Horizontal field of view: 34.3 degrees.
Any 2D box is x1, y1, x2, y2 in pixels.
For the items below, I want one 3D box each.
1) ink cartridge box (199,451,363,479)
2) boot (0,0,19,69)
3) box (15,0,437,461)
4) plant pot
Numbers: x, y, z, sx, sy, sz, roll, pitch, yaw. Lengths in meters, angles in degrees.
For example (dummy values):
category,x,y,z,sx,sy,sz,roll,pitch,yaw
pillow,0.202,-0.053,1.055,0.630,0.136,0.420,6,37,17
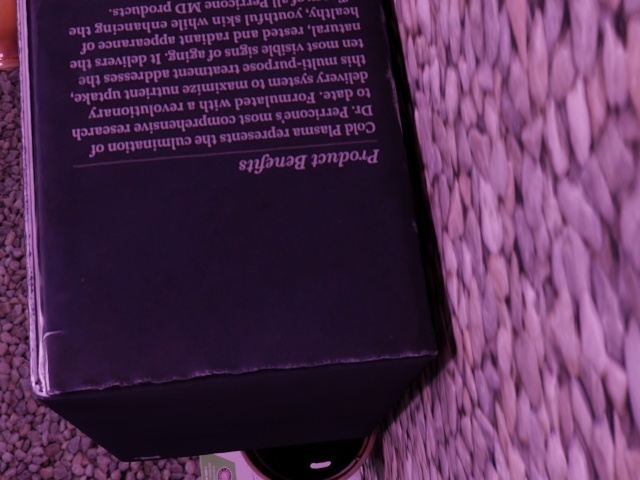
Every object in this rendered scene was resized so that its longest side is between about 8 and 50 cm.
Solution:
category,x,y,z,sx,sy,sz,roll,pitch,yaw
ink cartridge box,-0.058,0.292,1.454,0.092,0.219,0.160,86,175,-60
boot,-0.296,-0.252,0.996,0.197,0.073,0.152,-111,20,-62
box,-0.097,-0.057,0.988,0.480,0.297,0.472,101,164,-73
plant pot,-0.011,0.220,1.250,0.165,0.167,0.167,72,-171,-75
